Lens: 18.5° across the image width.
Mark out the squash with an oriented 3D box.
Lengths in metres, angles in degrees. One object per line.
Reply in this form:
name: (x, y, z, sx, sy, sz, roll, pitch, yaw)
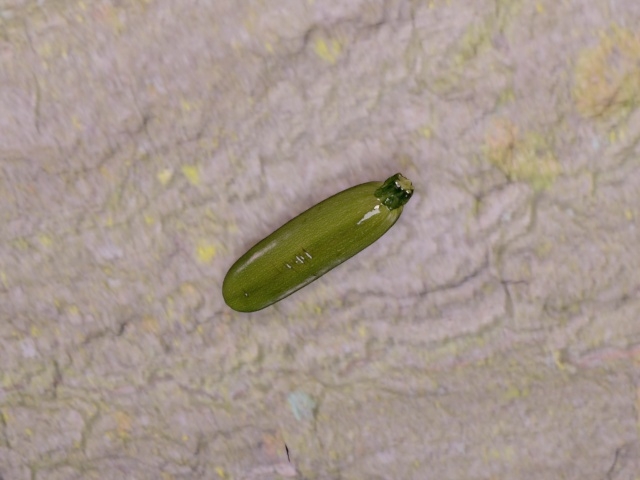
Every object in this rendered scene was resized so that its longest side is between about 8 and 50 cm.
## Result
squash: (0.000, 0.000, 1.965, 0.252, 0.066, 0.066, -31, 114, 28)
